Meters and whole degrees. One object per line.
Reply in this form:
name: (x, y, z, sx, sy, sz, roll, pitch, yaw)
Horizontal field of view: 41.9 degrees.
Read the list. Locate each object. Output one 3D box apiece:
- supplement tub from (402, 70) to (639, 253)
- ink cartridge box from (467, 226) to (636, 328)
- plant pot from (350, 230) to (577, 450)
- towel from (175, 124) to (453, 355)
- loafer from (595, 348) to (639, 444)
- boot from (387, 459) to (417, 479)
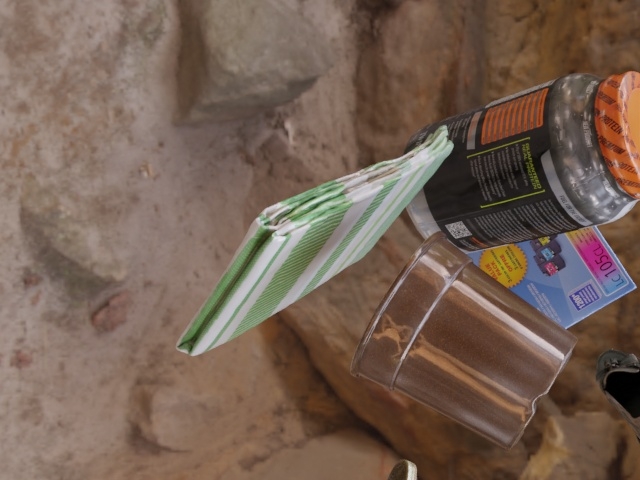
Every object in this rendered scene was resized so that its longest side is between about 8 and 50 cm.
supplement tub: (0.297, -0.106, 1.170, 0.207, 0.338, 0.207, 14, 70, -43)
ink cartridge box: (0.470, 0.095, 1.918, 0.270, 0.395, 0.151, 58, 13, 6)
plant pot: (0.141, 0.103, 0.798, 0.167, 0.165, 0.167, -50, 161, -24)
towel: (0.000, 0.000, 0.918, 0.038, 0.248, 0.324, 47, 44, 12)
loafer: (0.511, 0.242, 1.372, 0.084, 0.096, 0.267, 45, 14, -17)
boot: (0.211, 0.549, 1.668, 0.077, 0.165, 0.213, 169, -71, -67)
